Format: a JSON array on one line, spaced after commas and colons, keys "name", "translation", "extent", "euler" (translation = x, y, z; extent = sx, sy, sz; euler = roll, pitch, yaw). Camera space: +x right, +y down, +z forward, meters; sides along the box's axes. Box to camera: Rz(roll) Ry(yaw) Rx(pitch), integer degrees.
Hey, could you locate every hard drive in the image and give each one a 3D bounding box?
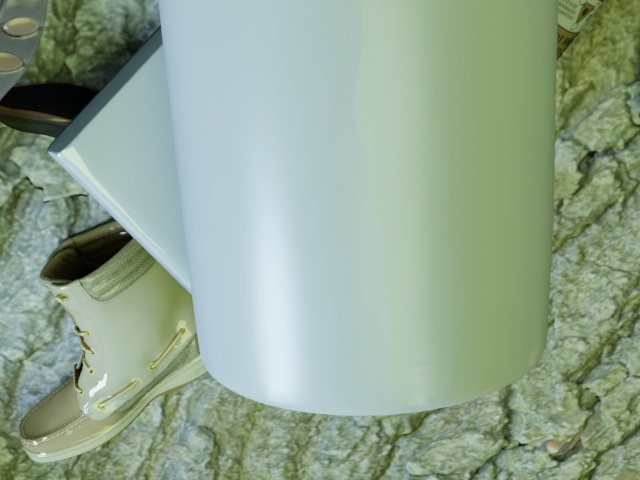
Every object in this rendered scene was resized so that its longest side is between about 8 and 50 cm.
[{"name": "hard drive", "translation": [-0.081, -0.052, 1.164], "extent": [0.203, 0.040, 0.307], "euler": [-50, 122, -13]}]

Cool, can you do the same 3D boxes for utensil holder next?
[{"name": "utensil holder", "translation": [0.035, -0.095, 1.016], "extent": [0.328, 0.327, 0.385], "euler": [-8, 110, -13]}]

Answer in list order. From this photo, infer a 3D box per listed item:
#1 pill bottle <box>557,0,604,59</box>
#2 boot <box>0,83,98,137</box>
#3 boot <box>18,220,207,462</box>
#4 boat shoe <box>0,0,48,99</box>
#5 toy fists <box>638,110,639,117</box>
[{"name": "pill bottle", "translation": [0.175, -0.213, 1.165], "extent": [0.131, 0.131, 0.229], "euler": [23, 116, -31]}, {"name": "boot", "translation": [-0.208, -0.080, 1.167], "extent": [0.219, 0.082, 0.106], "euler": [7, 120, -26]}, {"name": "boot", "translation": [-0.242, 0.104, 1.284], "extent": [0.262, 0.095, 0.203], "euler": [-31, 130, 3]}, {"name": "boat shoe", "translation": [-0.323, -0.160, 1.030], "extent": [0.132, 0.130, 0.355], "euler": [10, 129, -30]}, {"name": "toy fists", "translation": [0.480, -0.182, 1.318], "extent": [0.279, 0.096, 0.142], "euler": [-2, 125, -16]}]
